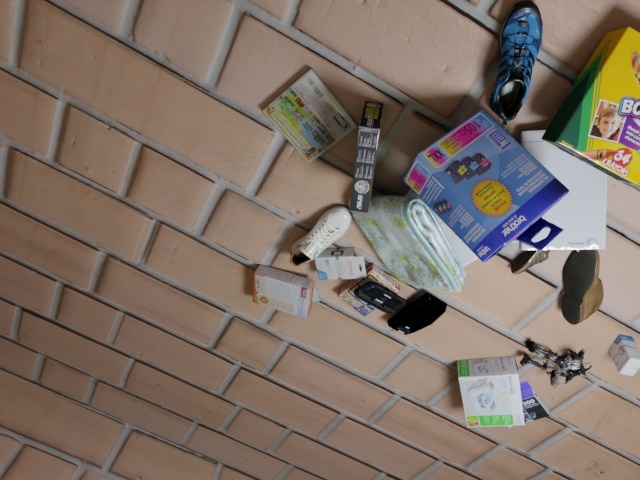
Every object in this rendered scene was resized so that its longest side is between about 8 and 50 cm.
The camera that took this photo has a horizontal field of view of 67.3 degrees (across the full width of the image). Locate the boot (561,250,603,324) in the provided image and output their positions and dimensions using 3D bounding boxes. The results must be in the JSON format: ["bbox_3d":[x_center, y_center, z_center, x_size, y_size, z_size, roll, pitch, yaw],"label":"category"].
[{"bbox_3d":[0.918,0.143,1.660,0.115,0.112,0.304,-15,120,-16],"label":"boot"}]

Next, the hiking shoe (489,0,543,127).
[{"bbox_3d":[0.527,-0.464,1.274,0.113,0.132,0.303,3,124,9],"label":"hiking shoe"}]

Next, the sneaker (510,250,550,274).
[{"bbox_3d":[0.734,0.058,1.636,0.071,0.066,0.188,25,126,-13],"label":"sneaker"}]

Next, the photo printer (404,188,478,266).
[{"bbox_3d":[0.411,-0.071,1.528,0.307,0.107,0.256,46,138,-2],"label":"photo printer"}]

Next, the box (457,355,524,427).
[{"bbox_3d":[0.697,0.619,1.971,0.231,0.126,0.261,-8,111,17],"label":"box"}]

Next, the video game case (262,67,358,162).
[{"bbox_3d":[-0.032,-0.383,1.501,0.206,0.026,0.227,-32,114,28],"label":"video game case"}]

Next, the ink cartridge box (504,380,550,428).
[{"bbox_3d":[0.845,0.712,2.077,0.206,0.045,0.208,-30,112,27],"label":"ink cartridge box"}]

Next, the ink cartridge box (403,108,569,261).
[{"bbox_3d":[0.471,-0.131,1.327,0.395,0.270,0.151,49,163,13],"label":"ink cartridge box"}]

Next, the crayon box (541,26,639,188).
[{"bbox_3d":[0.840,-0.325,1.274,0.363,0.106,0.312,25,106,-7],"label":"crayon box"}]

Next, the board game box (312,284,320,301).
[{"bbox_3d":[-0.056,0.207,1.912,0.090,0.020,0.090,-8,122,18],"label":"board game box"}]

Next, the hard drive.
[{"bbox_3d":[0.709,-0.148,1.413,0.233,0.047,0.352,-1,96,11],"label":"hard drive"}]

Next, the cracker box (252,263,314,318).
[{"bbox_3d":[-0.146,0.199,1.877,0.233,0.067,0.155,16,126,12],"label":"cracker box"}]

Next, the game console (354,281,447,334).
[{"bbox_3d":[0.294,0.240,1.811,0.362,0.043,0.213,30,125,-27],"label":"game console"}]

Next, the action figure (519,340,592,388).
[{"bbox_3d":[0.921,0.486,1.851,0.276,0.141,0.163,18,114,0],"label":"action figure"}]

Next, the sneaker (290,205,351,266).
[{"bbox_3d":[0.000,0.000,1.699,0.106,0.123,0.290,39,121,-14],"label":"sneaker"}]

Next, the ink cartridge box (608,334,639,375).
[{"bbox_3d":[1.128,0.424,1.777,0.052,0.122,0.088,11,125,3],"label":"ink cartridge box"}]

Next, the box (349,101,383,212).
[{"bbox_3d":[0.138,-0.251,1.443,0.060,0.216,0.269,8,126,6],"label":"box"}]

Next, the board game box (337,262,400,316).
[{"bbox_3d":[0.185,0.192,1.841,0.147,0.045,0.193,40,122,-16],"label":"board game box"}]

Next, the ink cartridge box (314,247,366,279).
[{"bbox_3d":[0.078,0.086,1.780,0.180,0.060,0.104,-3,123,13],"label":"ink cartridge box"}]

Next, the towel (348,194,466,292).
[{"bbox_3d":[0.275,0.008,1.568,0.321,0.090,0.374,8,138,56],"label":"towel"}]

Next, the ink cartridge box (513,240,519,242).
[{"bbox_3d":[0.640,-0.090,1.538,0.235,0.088,0.193,-3,122,11],"label":"ink cartridge box"}]
